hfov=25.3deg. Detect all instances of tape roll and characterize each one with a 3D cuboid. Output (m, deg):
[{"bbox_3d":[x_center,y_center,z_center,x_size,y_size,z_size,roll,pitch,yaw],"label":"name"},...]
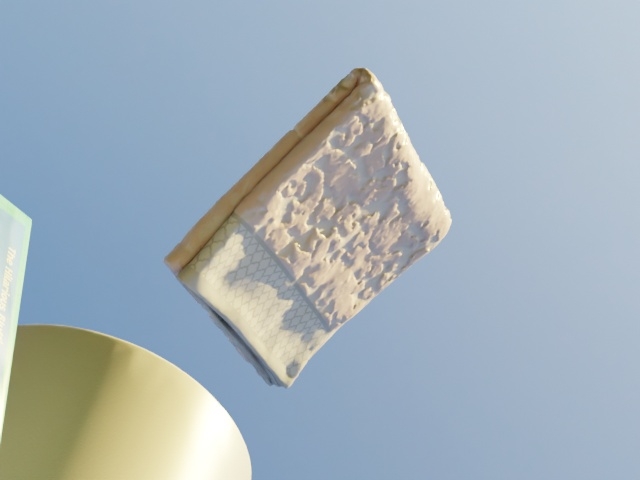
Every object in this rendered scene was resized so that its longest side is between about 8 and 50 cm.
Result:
[{"bbox_3d":[-0.184,0.200,0.982,0.246,0.246,0.169,13,-136,4],"label":"tape roll"}]

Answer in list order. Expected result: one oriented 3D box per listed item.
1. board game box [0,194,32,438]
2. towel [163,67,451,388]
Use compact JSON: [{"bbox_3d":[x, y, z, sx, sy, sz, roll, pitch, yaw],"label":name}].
[{"bbox_3d":[-0.242,0.002,0.734,0.047,0.210,0.160,-22,-133,23],"label":"board game box"},{"bbox_3d":[0.000,0.000,1.656,0.317,0.332,0.053,-45,-124,-7],"label":"towel"}]
